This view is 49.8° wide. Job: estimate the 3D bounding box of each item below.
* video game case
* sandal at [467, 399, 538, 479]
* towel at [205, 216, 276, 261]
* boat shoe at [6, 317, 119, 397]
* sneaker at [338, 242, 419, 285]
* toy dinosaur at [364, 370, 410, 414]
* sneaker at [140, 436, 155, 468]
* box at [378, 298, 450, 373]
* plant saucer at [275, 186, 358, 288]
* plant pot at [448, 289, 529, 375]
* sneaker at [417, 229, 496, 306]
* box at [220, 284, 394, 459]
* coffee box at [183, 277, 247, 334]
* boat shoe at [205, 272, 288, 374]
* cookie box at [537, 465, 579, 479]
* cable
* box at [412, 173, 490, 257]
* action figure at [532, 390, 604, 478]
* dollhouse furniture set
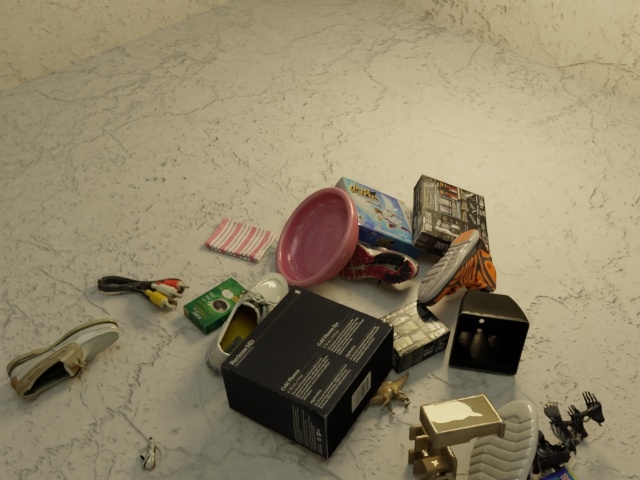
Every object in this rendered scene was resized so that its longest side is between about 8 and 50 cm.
[{"bbox_3d":[0.188,-0.074,2.247,0.269,0.061,0.244,19,34,-29],"label":"video game case"},{"bbox_3d":[0.426,0.574,1.603,0.169,0.102,0.416,-16,43,48],"label":"sandal"},{"bbox_3d":[-0.260,-0.004,2.260,0.197,0.029,0.144,16,45,14],"label":"towel"},{"bbox_3d":[-0.670,0.318,1.839,0.302,0.113,0.103,-28,51,-16],"label":"boat shoe"},{"bbox_3d":[0.161,0.074,2.154,0.299,0.121,0.112,15,8,27],"label":"sneaker"},{"bbox_3d":[0.195,0.400,1.830,0.183,0.053,0.092,-28,50,-29],"label":"toy dinosaur"},{"bbox_3d":[-0.422,0.517,1.686,0.037,0.032,0.083,-4,43,-7],"label":"sneaker"},{"bbox_3d":[0.250,0.269,1.956,0.180,0.077,0.147,-23,48,-25],"label":"box"},{"bbox_3d":[0.000,0.000,2.117,0.084,0.332,0.332,30,29,-35],"label":"plant saucer"},{"bbox_3d":[0.465,0.243,1.935,0.187,0.188,0.167,7,30,5],"label":"plant pot"},{"bbox_3d":[0.427,0.123,2.048,0.321,0.124,0.180,-45,105,-30],"label":"sneaker"},{"bbox_3d":[-0.024,0.326,1.788,0.312,0.179,0.343,21,45,26],"label":"box"},{"bbox_3d":[-0.299,0.191,2.038,0.184,0.040,0.113,-33,54,-33],"label":"coffee box"},{"bbox_3d":[-0.187,0.199,1.926,0.136,0.156,0.367,37,50,3],"label":"boat shoe"},{"bbox_3d":[0.571,0.602,1.641,0.107,0.040,0.092,-17,46,-21],"label":"cookie box"},{"bbox_3d":[-0.526,0.129,2.071,0.287,0.072,0.139,17,39,15],"label":"cable"},{"bbox_3d":[0.428,-0.065,2.278,0.242,0.076,0.307,18,42,-9],"label":"box"},{"bbox_3d":[0.575,0.476,1.698,0.275,0.164,0.141,-23,67,-38],"label":"action figure"},{"bbox_3d":[0.315,0.490,1.584,0.161,0.242,0.212,-7,28,-11],"label":"dollhouse furniture set"}]
